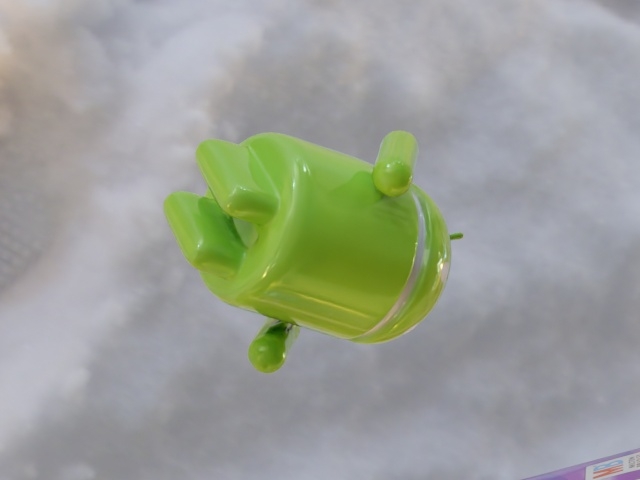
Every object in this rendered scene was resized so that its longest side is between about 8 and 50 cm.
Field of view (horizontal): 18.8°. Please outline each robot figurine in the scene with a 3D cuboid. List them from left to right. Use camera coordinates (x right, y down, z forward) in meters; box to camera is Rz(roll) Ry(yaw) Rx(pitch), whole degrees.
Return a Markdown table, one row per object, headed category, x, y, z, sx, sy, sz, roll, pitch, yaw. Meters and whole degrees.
| category | x | y | z | sx | sy | sz | roll | pitch | yaw |
| --- | --- | --- | --- | --- | --- | --- | --- | --- | --- |
| robot figurine | 0.000 | 0.000 | 0.724 | 0.115 | 0.067 | 0.101 | 19 | 113 | -35 |

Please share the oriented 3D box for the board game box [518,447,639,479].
| category | x | y | z | sx | sy | sz | roll | pitch | yaw |
| --- | --- | --- | --- | --- | --- | --- | --- | --- | --- |
| board game box | -0.011 | 0.177 | 0.555 | 0.275 | 0.142 | 0.144 | -16 | 101 | 11 |
